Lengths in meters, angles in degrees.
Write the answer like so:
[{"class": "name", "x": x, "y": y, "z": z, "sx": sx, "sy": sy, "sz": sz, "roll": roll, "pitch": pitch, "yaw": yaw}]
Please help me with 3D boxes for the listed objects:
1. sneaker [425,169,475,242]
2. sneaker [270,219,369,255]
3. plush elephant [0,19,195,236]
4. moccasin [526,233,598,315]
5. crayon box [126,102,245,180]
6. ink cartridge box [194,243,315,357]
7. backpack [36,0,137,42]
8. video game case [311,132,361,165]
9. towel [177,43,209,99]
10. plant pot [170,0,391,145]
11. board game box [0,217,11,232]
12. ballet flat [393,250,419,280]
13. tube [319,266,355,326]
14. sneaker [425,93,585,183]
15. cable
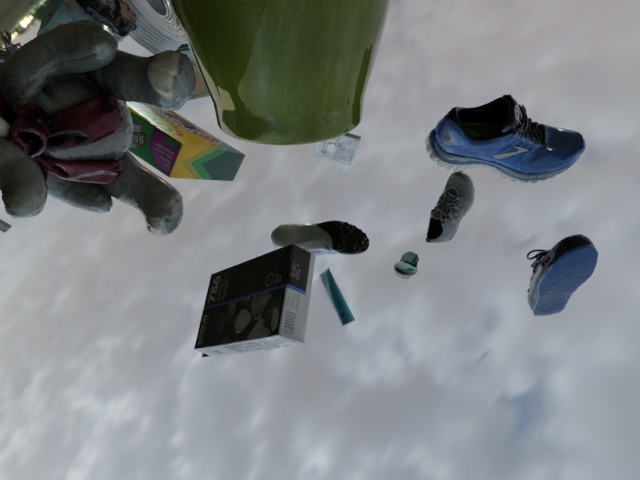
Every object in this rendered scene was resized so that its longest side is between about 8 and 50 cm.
[{"class": "sneaker", "x": 0.436, "y": -0.102, "z": 1.438, "sx": 0.115, "sy": 0.281, "sz": 0.105, "roll": -18, "pitch": -141, "yaw": -36}, {"class": "sneaker", "x": 0.000, "y": 0.000, "z": 1.019, "sx": 0.237, "sy": 0.086, "sz": 0.085, "roll": 3, "pitch": -107, "yaw": 9}, {"class": "plush elephant", "x": -0.343, "y": -0.122, "z": 0.487, "sx": 0.272, "sy": 0.330, "sz": 0.255, "roll": -61, "pitch": 180, "yaw": 39}, {"class": "moccasin", "x": 0.587, "y": 0.081, "z": 1.089, "sx": 0.137, "sy": 0.342, "sz": 0.117, "roll": -4, "pitch": -125, "yaw": 3}, {"class": "crayon box", "x": -0.448, "y": -0.302, "z": 1.207, "sx": 0.363, "sy": 0.313, "sz": 0.106, "roll": 32, "pitch": -76, "yaw": 13}, {"class": "ink cartridge box", "x": -0.150, "y": 0.127, "z": 0.806, "sx": 0.332, "sy": 0.065, "sz": 0.165, "roll": -22, "pitch": -128, "yaw": 42}, {"class": "backpack", "x": -0.483, "y": -0.430, "z": 0.847, "sx": 0.182, "sy": 0.152, "sz": 0.115, "roll": -27, "pitch": -137, "yaw": 26}, {"class": "video game case", "x": 0.049, "y": -0.313, "z": 1.402, "sx": 0.143, "sy": 0.157, "sz": 0.019, "roll": 16, "pitch": -113, "yaw": -2}, {"class": "towel", "x": -0.406, "y": -0.653, "z": 1.615, "sx": 0.370, "sy": 0.271, "sz": 0.040, "roll": -20, "pitch": -109, "yaw": -17}, {"class": "plant pot", "x": -0.053, "y": -0.341, "z": 0.602, "sx": 0.366, "sy": 0.353, "sz": 0.366, "roll": -1, "pitch": -145, "yaw": 1}, {"class": "board game box", "x": -0.802, "y": -0.081, "z": 0.967, "sx": 0.026, "sy": 0.126, "sz": 0.186, "roll": -54, "pitch": -169, "yaw": -20}, {"class": "ballet flat", "x": 0.275, "y": 0.094, "z": 1.359, "sx": 0.072, "sy": 0.213, "sz": 0.068, "roll": 24, "pitch": -68, "yaw": 15}, {"class": "tube", "x": 0.055, "y": 0.202, "z": 1.503, "sx": 0.080, "sy": 0.052, "sz": 0.207, "roll": -43, "pitch": -112, "yaw": 47}, {"class": "sneaker", "x": 0.397, "y": -0.212, "z": 0.874, "sx": 0.330, "sy": 0.147, "sz": 0.130, "roll": 3, "pitch": -115, "yaw": -5}, {"class": "cable", "x": -0.462, "y": -0.618, "z": 1.108, "sx": 0.089, "sy": 0.257, "sz": 0.257, "roll": -23, "pitch": -95, "yaw": 19}]
